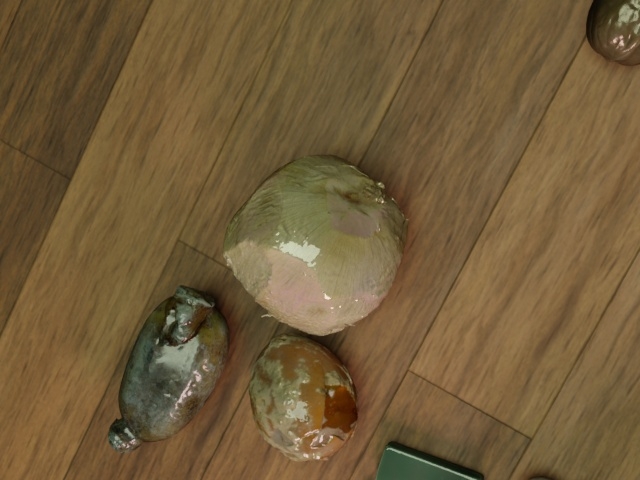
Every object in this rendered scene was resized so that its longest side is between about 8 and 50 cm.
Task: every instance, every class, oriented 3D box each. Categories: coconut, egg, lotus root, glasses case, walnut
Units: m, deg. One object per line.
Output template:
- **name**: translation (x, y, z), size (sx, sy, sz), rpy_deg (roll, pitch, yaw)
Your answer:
- **coconut**: translation (0.000, 0.000, 1.712), size (0.254, 0.297, 0.297), rpy_deg (-32, 84, 58)
- **egg**: translation (-0.032, 0.277, 1.791), size (0.195, 0.195, 0.233), rpy_deg (-17, 76, 15)
- **lotus root**: translation (-0.278, 0.246, 1.872), size (0.175, 0.175, 0.349), rpy_deg (31, 104, 11)
- **glasses case**: translation (0.196, 0.428, 1.818), size (0.184, 0.039, 0.077), rpy_deg (18, 98, 12)
- **walnut**: translation (0.509, -0.364, 1.642), size (0.140, 0.140, 0.162), rpy_deg (27, 89, 11)

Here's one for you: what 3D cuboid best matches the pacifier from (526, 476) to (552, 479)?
- **pacifier**: translation (0.397, 0.552, 1.693), size (0.332, 0.273, 0.220), rpy_deg (-19, 115, 13)
